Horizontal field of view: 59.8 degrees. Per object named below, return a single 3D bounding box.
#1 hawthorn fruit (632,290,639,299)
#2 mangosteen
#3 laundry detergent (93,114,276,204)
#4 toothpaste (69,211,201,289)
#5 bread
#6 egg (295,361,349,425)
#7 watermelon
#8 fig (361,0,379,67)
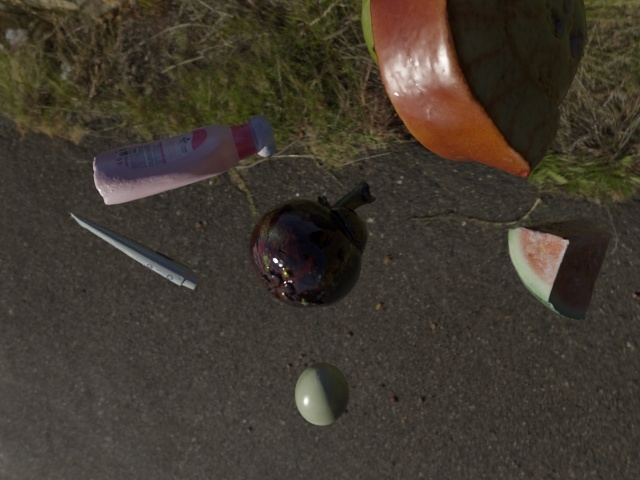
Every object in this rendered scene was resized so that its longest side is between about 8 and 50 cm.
[{"bbox_3d":[0.572,0.057,0.777,0.248,0.208,0.207,-19,88,17],"label":"hawthorn fruit"},{"bbox_3d":[0.000,0.000,1.096,0.231,0.231,0.289,40,69,17],"label":"mangosteen"},{"bbox_3d":[-0.252,-0.161,1.062,0.336,0.159,0.087,-17,128,-7],"label":"laundry detergent"},{"bbox_3d":[-0.287,0.015,0.865,0.218,0.052,0.033,29,74,-8],"label":"toothpaste"},{"bbox_3d":[0.195,-0.258,0.640,0.114,0.327,0.295,-1,138,49],"label":"bread"},{"bbox_3d":[0.003,0.320,1.166,0.114,0.114,0.152,18,128,25],"label":"egg"},{"bbox_3d":[0.195,0.020,0.447,0.092,0.085,0.072,61,144,9],"label":"watermelon"},{"bbox_3d":[0.218,-0.392,0.920,0.316,0.316,0.315,4,100,27],"label":"fig"}]
